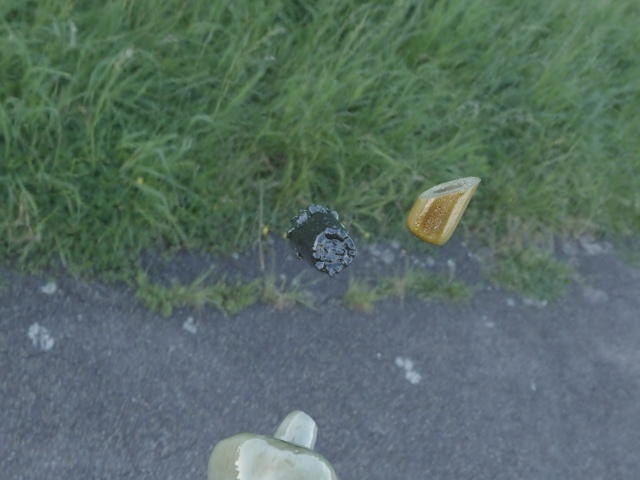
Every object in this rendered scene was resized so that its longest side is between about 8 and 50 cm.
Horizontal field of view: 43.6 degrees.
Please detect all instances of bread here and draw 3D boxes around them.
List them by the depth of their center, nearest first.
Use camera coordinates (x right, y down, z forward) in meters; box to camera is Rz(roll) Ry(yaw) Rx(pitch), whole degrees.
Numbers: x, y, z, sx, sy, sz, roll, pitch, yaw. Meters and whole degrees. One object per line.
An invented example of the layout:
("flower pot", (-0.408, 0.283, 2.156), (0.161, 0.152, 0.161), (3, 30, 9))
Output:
("bread", (0.155, -0.048, 1.033), (0.062, 0.103, 0.049), (26, 18, 3))

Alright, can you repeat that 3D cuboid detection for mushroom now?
("mushroom", (-0.069, 0.425, 1.479), (0.260, 0.253, 0.234), (43, 52, -31))

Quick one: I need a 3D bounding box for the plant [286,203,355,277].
("plant", (0.000, 0.000, 1.202), (0.092, 0.094, 0.143), (46, 3, -22))
